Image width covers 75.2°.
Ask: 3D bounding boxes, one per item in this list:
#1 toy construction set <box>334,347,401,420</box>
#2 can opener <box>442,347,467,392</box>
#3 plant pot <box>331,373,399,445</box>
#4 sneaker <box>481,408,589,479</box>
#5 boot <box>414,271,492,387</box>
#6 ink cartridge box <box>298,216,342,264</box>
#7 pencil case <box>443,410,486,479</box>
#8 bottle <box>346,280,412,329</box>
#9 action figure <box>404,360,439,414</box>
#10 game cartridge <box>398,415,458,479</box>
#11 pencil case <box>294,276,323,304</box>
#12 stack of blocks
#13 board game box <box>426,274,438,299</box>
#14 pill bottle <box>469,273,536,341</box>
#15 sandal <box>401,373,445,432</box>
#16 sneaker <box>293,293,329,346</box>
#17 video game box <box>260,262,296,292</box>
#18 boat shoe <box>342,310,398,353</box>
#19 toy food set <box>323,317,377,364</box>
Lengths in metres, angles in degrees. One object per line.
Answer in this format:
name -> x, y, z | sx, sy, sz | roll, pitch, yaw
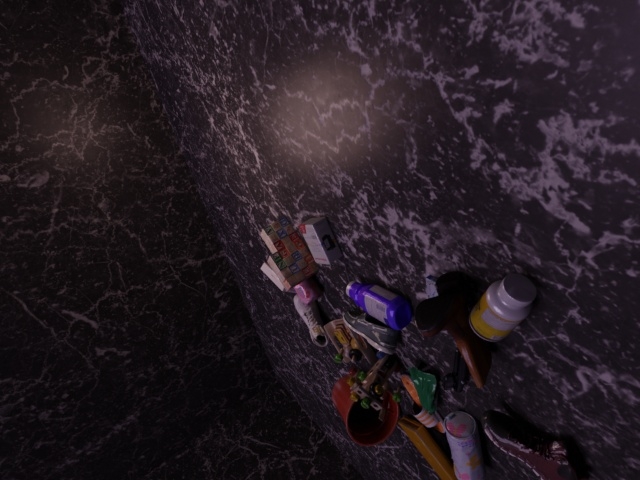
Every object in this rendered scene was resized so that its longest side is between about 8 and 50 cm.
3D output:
toy construction set -> 0.209, 0.625, 1.706 | 0.257, 0.237, 0.309 | -16, 115, 32
can opener -> 0.440, 0.417, 1.319 | 0.059, 0.073, 0.186 | 46, 144, 45
plant pot -> 0.194, 0.782, 1.991 | 0.273, 0.272, 0.265 | 65, 164, -14
sneaker -> 0.596, 0.552, 1.139 | 0.281, 0.106, 0.163 | 37, 143, 23
boot -> 0.352, 0.259, 1.078 | 0.096, 0.264, 0.281 | -19, 101, 30
ink cartridge box -> 0.000, 0.000, 1.666 | 0.127, 0.072, 0.175 | 2, 120, 61
pencil case -> 0.513, 0.736, 1.473 | 0.124, 0.113, 0.274 | -124, 14, -62
bottle -> 0.202, 0.221, 1.505 | 0.282, 0.092, 0.118 | 22, 136, 54
action figure -> 0.397, 0.562, 1.555 | 0.137, 0.063, 0.233 | 18, 129, 54
game cartridge -> 0.475, 0.898, 1.735 | 0.324, 0.052, 0.285 | 50, 167, 10
pencil case -> -0.109, 0.175, 2.015 | 0.284, 0.124, 0.124 | 53, 155, 8
stack of blocks -> -0.159, 0.061, 1.925 | 0.297, 0.171, 0.087 | 56, 156, 8
board game box -> 0.355, 0.158, 1.229 | 0.090, 0.020, 0.090 | 31, 143, 48
pill bottle -> 0.431, 0.158, 0.982 | 0.103, 0.103, 0.184 | 47, 152, 26
sandal -> 0.392, 0.667, 1.668 | 0.265, 0.076, 0.102 | 54, 156, 12
sneaker -> -0.035, 0.408, 2.112 | 0.293, 0.108, 0.169 | 62, 177, -29
video game box -> -0.184, 0.197, 2.143 | 0.205, 0.187, 0.048 | 39, 105, 37
boat shoe -> 0.204, 0.343, 1.679 | 0.319, 0.116, 0.099 | 29, 100, 59
toy food set -> 0.127, 0.480, 1.943 | 0.220, 0.092, 0.306 | 58, 155, 2
